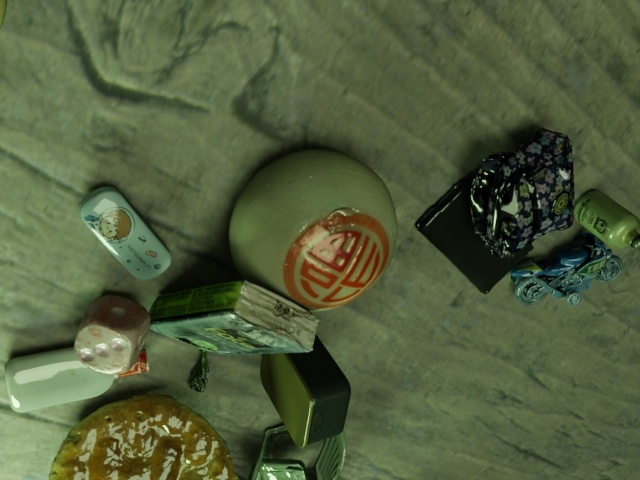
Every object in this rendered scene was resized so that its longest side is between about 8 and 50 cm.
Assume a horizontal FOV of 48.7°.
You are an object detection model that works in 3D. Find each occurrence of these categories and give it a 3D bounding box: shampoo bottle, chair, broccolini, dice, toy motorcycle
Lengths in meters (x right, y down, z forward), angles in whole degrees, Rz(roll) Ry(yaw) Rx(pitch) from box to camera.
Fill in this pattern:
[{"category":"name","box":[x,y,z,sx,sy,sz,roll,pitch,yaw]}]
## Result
[{"category":"shampoo bottle","box":[0.591,-0.032,1.426,0.079,0.162,0.079,-13,128,-18]},{"category":"shampoo bottle","box":[-0.398,0.220,1.169,0.221,0.051,0.108,-8,123,-22]},{"category":"chair","box":[-0.042,0.505,1.442,0.191,0.274,0.203,-9,116,6]},{"category":"broccolini","box":[-0.218,0.215,1.282,0.035,0.030,0.139,13,117,7]},{"category":"dice","box":[-0.325,0.148,1.109,0.093,0.094,0.091,20,117,-2]},{"category":"toy motorcycle","box":[0.527,0.059,1.510,0.255,0.092,0.135,-16,120,-5]}]

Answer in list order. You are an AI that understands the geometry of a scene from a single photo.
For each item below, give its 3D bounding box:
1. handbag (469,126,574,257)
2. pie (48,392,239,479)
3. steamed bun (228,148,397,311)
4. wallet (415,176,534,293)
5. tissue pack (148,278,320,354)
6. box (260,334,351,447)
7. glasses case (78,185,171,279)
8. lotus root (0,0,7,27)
[{"category":"handbag","box":[0.370,-0.080,1.287,0.208,0.127,0.228,-30,130,-26]},{"category":"pie","box":[-0.312,0.433,1.263,0.340,0.083,0.339,-1,94,-11]},{"category":"steamed bun","box":[0.000,0.000,1.135,0.283,0.177,0.282,-13,128,-18]},{"category":"wallet","box":[0.310,-0.004,1.390,0.146,0.030,0.285,-44,130,8]},{"category":"tissue pack","box":[-0.142,0.131,1.138,0.173,0.236,0.073,31,61,-38]},{"category":"box","box":[-0.029,0.260,1.293,0.090,0.201,0.144,-9,125,-27]},{"category":"glasses case","box":[-0.291,-0.008,1.066,0.067,0.045,0.178,-34,131,-3]},{"category":"lotus root","box":[-0.399,-0.276,0.809,0.073,0.062,0.150,7,118,-30]}]
